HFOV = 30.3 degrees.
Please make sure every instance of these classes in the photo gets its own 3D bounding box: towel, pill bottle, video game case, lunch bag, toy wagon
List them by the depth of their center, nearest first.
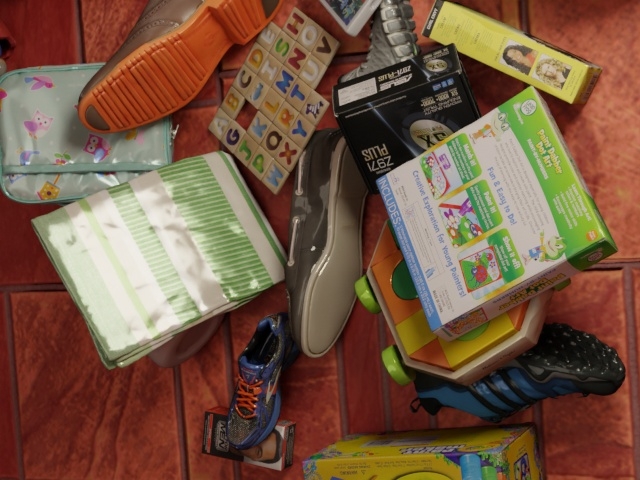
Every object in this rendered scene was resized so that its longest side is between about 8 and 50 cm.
[{"bbox_3d":[0.167,0.024,1.592,0.267,0.068,0.344,-34,55,18],"label":"toy wagon"},{"bbox_3d":[0.056,-0.408,1.662,0.183,0.023,0.201,-52,43,19],"label":"video game case"},{"bbox_3d":[-0.223,0.017,1.739,0.248,0.325,0.038,61,154,7],"label":"towel"},{"bbox_3d":[-0.357,-0.156,1.820,0.279,0.108,0.224,-3,88,-5],"label":"lunch bag"},{"bbox_3d":[-0.283,0.064,1.837,0.264,0.146,0.146,41,109,16],"label":"pill bottle"}]

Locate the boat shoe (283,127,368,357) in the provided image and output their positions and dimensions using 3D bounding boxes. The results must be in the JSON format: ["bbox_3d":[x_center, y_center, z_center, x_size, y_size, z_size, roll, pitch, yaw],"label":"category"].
[{"bbox_3d":[0.000,0.000,1.732,0.095,0.112,0.335,13,94,42],"label":"boat shoe"}]

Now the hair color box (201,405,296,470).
[{"bbox_3d":[-0.112,0.305,1.831,0.141,0.043,0.072,7,95,24],"label":"hair color box"}]

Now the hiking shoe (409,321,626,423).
[{"bbox_3d":[0.268,0.187,1.627,0.304,0.113,0.132,4,117,26],"label":"hiking shoe"}]

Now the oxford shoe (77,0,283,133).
[{"bbox_3d":[-0.223,-0.299,1.757,0.363,0.130,0.133,-39,54,-9],"label":"oxford shoe"}]

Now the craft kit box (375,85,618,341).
[{"bbox_3d":[0.216,-0.035,1.506,0.246,0.061,0.250,-32,55,22],"label":"craft kit box"}]

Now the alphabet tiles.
[{"bbox_3d":[-0.062,-0.217,1.751,0.198,0.009,0.237,45,112,39],"label":"alphabet tiles"}]

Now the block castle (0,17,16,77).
[{"bbox_3d":[-0.472,-0.448,1.807,0.453,0.303,0.213,-31,74,23],"label":"block castle"}]

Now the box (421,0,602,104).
[{"bbox_3d":[0.258,-0.256,1.597,0.232,0.087,0.058,28,107,20],"label":"box"}]

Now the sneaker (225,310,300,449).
[{"bbox_3d":[-0.098,0.206,1.771,0.083,0.087,0.221,15,86,28],"label":"sneaker"}]

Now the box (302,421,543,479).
[{"bbox_3d":[0.158,0.414,1.641,0.290,0.177,0.279,-9,91,25],"label":"box"}]

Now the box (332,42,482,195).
[{"bbox_3d":[0.124,-0.163,1.607,0.180,0.077,0.147,-18,127,11],"label":"box"}]

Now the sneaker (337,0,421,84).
[{"bbox_3d":[0.073,-0.272,1.683,0.132,0.086,0.229,-17,87,27],"label":"sneaker"}]
